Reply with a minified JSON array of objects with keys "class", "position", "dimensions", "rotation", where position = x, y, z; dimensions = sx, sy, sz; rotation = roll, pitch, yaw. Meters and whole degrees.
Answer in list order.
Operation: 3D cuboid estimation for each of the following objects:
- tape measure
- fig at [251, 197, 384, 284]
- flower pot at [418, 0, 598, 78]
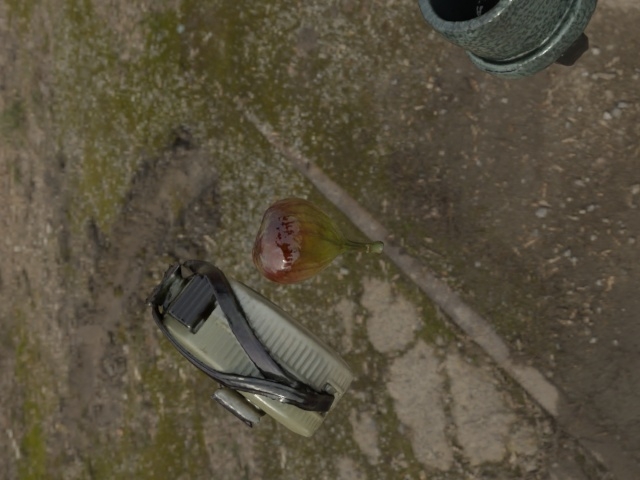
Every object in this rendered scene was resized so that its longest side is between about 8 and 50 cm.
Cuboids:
[{"class":"tape measure","position":[-0.100,0.129,0.937],"dimensions":[0.133,0.271,0.231],"rotation":[-51,5,-11]},{"class":"fig","position":[-0.013,-0.010,1.347],"dimensions":[0.143,0.230,0.160],"rotation":[56,152,27]},{"class":"flower pot","position":[0.348,-0.460,1.393],"dimensions":[0.299,0.283,0.299],"rotation":[-14,70,45]}]
